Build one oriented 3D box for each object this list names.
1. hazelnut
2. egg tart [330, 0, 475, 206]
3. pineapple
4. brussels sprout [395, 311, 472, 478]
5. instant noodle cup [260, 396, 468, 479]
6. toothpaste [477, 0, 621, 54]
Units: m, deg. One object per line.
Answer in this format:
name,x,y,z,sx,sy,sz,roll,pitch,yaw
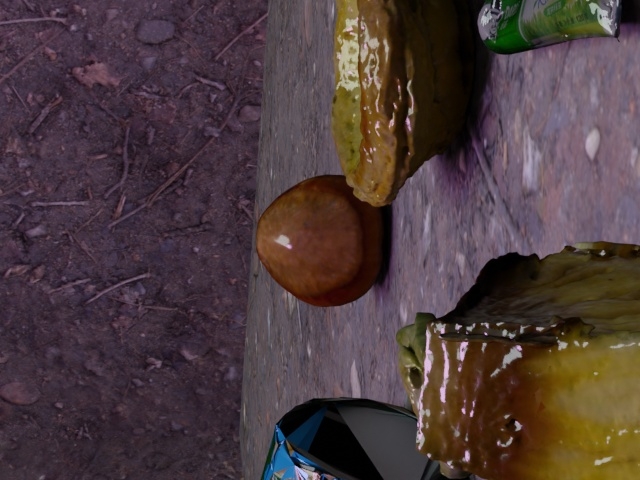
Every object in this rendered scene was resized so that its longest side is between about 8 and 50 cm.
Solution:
hazelnut,0.000,0.000,1.559,0.182,0.182,0.182,180,90,-81
egg tart,0.080,-0.178,1.198,0.294,0.123,0.294,178,90,-84
pineapple,0.141,0.066,0.582,0.236,0.186,0.115,-142,51,-71
brussels sprout,0.121,0.135,1.024,0.181,0.100,0.139,-126,27,-73
instant noodle cup,0.031,0.280,1.224,0.240,0.240,0.178,-113,30,-68
toothpaste,0.167,-0.173,0.881,0.248,0.046,0.078,-164,72,-79
